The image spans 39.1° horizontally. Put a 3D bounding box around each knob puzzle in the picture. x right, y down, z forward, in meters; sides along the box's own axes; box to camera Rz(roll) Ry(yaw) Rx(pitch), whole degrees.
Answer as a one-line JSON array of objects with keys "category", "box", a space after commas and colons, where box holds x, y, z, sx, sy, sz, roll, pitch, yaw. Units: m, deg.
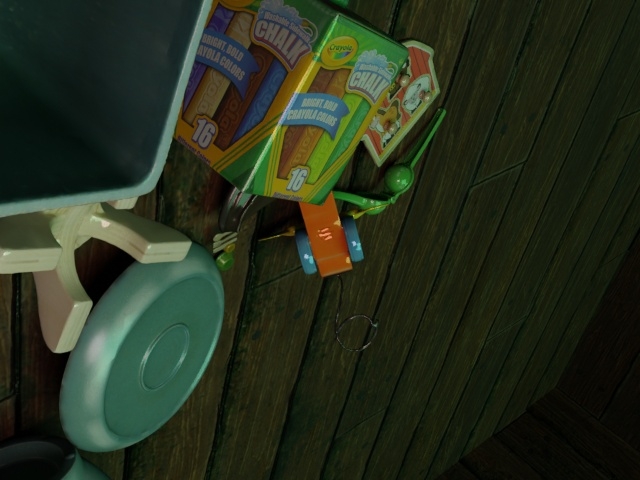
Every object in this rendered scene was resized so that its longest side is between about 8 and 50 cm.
[{"category": "knob puzzle", "box": [0.122, -0.226, 1.397, 0.213, 0.030, 0.213, -34, 142, -33]}]

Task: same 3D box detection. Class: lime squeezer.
[{"category": "lime squeezer", "box": [0.105, -0.112, 1.516, 0.310, 0.058, 0.110, -33, 114, -27]}]

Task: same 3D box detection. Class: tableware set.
[{"category": "tableware set", "box": [-0.184, 0.035, 1.296, 0.154, 0.024, 0.104, -31, 149, -33]}]

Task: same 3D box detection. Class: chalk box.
[{"category": "chalk box", "box": [-0.031, -0.212, 1.064, 0.180, 0.179, 0.289, 4, 120, -56]}]

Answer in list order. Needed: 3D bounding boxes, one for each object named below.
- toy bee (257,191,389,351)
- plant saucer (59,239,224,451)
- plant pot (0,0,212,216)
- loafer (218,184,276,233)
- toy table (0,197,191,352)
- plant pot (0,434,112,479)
[{"category": "toy bee", "box": [0.000, 0.000, 1.398, 0.195, 0.162, 0.299, 4, 112, -8]}, {"category": "plant saucer", "box": [-0.224, 0.152, 1.224, 0.317, 0.043, 0.318, -47, 152, -35]}, {"category": "plant pot", "box": [-0.265, -0.189, 0.688, 0.247, 0.252, 0.248, -14, 134, -49]}, {"category": "loafer", "box": [-0.061, -0.092, 1.234, 0.220, 0.078, 0.080, -54, -175, 4]}, {"category": "toy table", "box": [-0.278, -0.025, 0.954, 0.274, 0.161, 0.252, -17, 137, -47]}, {"category": "plant pot", "box": [-0.385, 0.383, 1.187, 0.293, 0.293, 0.196, -25, 114, -38]}]
